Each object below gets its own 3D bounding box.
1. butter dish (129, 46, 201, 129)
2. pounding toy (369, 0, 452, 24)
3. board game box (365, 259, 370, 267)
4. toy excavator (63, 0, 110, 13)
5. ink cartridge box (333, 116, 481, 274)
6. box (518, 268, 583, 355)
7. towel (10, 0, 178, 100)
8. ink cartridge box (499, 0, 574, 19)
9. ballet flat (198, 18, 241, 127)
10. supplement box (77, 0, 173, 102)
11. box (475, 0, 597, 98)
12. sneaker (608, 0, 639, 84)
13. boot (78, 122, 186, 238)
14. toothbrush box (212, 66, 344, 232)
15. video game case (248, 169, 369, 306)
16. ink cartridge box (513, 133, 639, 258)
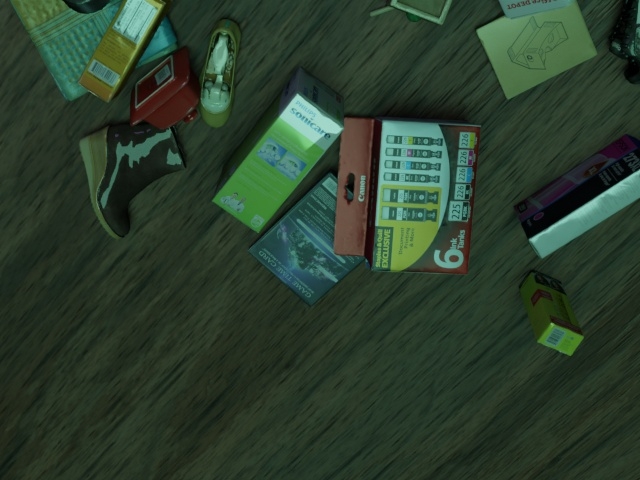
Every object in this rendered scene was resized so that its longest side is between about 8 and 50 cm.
[{"bbox_3d":[-0.296,-0.285,1.863,0.160,0.160,0.118,-36,125,16],"label":"butter dish"},{"bbox_3d":[0.184,-0.482,1.798,0.130,0.100,0.141,19,103,-9],"label":"pounding toy"},{"bbox_3d":[0.165,-0.037,2.028,0.136,0.035,0.201,-2,115,2],"label":"board game box"},{"bbox_3d":[-0.357,-0.627,1.619,0.433,0.222,0.445,30,88,13],"label":"toy excavator"},{"bbox_3d":[0.173,-0.095,1.903,0.272,0.130,0.309,2,101,-4],"label":"ink cartridge box"},{"bbox_3d":[0.498,0.153,2.004,0.087,0.232,0.058,23,116,-9],"label":"box"},{"bbox_3d":[-0.478,-0.494,1.823,0.271,0.040,0.370,-23,111,10],"label":"towel"},{"bbox_3d":[0.385,-0.540,1.717,0.092,0.160,0.219,-43,116,-27],"label":"ink cartridge box"},{"bbox_3d":[-0.212,-0.332,1.873,0.080,0.073,0.232,8,115,-2],"label":"ballet flat"},{"bbox_3d":[-0.381,-0.389,1.802,0.080,0.078,0.233,35,109,-9],"label":"supplement box"},{"bbox_3d":[0.437,-0.401,1.863,0.201,0.021,0.164,-26,112,11],"label":"box"},{"bbox_3d":[0.628,-0.427,1.806,0.135,0.097,0.276,-17,115,6],"label":"sneaker"},{"bbox_3d":[-0.385,-0.130,1.960,0.207,0.090,0.248,-10,111,8],"label":"boot"},{"bbox_3d":[-0.083,-0.186,1.867,0.122,0.206,0.283,34,110,-14],"label":"toothbrush box"},{"bbox_3d":[0.000,0.000,2.030,0.196,0.026,0.274,42,115,-11],"label":"video game case"},{"bbox_3d":[0.584,-0.114,1.910,0.371,0.176,0.069,-32,110,14],"label":"ink cartridge box"}]
